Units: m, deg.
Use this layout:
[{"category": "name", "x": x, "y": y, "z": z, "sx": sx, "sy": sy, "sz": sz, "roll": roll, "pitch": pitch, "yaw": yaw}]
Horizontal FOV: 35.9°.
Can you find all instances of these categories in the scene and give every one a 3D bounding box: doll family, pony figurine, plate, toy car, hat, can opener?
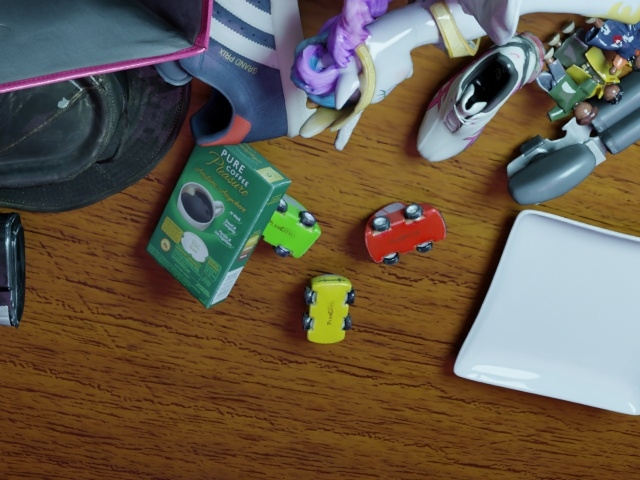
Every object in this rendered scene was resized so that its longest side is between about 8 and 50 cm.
[{"category": "doll family", "x": 0.318, "y": -0.203, "z": 1.061, "sx": 0.111, "sy": 0.076, "sz": 0.193, "roll": 45, "pitch": 116, "yaw": -12}, {"category": "pony figurine", "x": 0.131, "y": -0.257, "z": 0.834, "sx": 0.363, "sy": 0.303, "sz": 0.351, "roll": -27, "pitch": 146, "yaw": -17}, {"category": "plate", "x": 0.342, "y": 0.092, "z": 1.282, "sx": 0.278, "sy": 0.045, "sz": 0.277, "roll": 13, "pitch": 123, "yaw": -4}, {"category": "toy car", "x": 0.000, "y": 0.000, "z": 1.178, "sx": 0.225, "sy": 0.053, "sz": 0.239, "roll": 30, "pitch": 116, "yaw": -27}, {"category": "hat", "x": -0.294, "y": -0.124, "z": 0.990, "sx": 0.331, "sy": 0.134, "sz": 0.331, "roll": -5, "pitch": 128, "yaw": -6}, {"category": "can opener", "x": 0.338, "y": -0.126, "z": 1.120, "sx": 0.280, "sy": 0.093, "sz": 0.074, "roll": -36, "pitch": 124, "yaw": 12}]

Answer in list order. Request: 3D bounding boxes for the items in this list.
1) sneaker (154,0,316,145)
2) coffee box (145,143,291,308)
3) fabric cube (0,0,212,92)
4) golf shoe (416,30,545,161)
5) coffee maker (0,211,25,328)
[{"category": "sneaker", "x": -0.103, "y": -0.233, "z": 0.934, "sx": 0.148, "sy": 0.131, "sz": 0.350, "roll": -17, "pitch": 128, "yaw": -7}, {"category": "coffee box", "x": -0.117, "y": -0.027, "z": 1.108, "sx": 0.040, "sy": 0.113, "sz": 0.184, "roll": -20, "pitch": 146, "yaw": -54}, {"category": "fabric cube", "x": -0.248, "y": -0.283, "z": 0.728, "sx": 0.254, "sy": 0.258, "sz": 0.259, "roll": -18, "pitch": 132, "yaw": -34}, {"category": "golf shoe", "x": 0.155, "y": -0.148, "z": 1.055, "sx": 0.067, "sy": 0.086, "sz": 0.186, "roll": 47, "pitch": 130, "yaw": 7}, {"category": "coffee maker", "x": -0.404, "y": 0.013, "z": 1.027, "sx": 0.178, "sy": 0.120, "sz": 0.171, "roll": -3, "pitch": 123, "yaw": -10}]
